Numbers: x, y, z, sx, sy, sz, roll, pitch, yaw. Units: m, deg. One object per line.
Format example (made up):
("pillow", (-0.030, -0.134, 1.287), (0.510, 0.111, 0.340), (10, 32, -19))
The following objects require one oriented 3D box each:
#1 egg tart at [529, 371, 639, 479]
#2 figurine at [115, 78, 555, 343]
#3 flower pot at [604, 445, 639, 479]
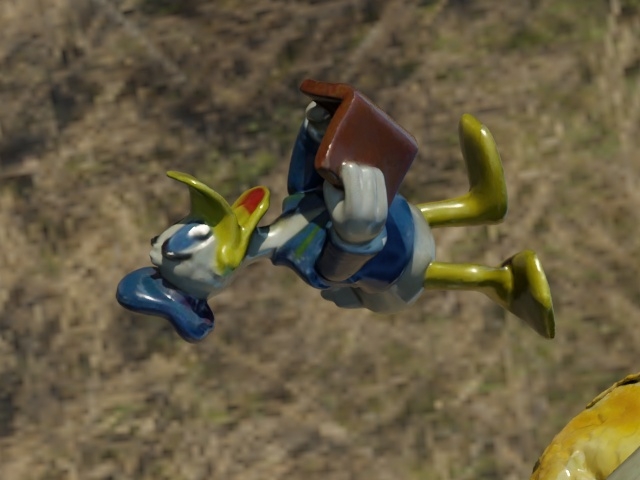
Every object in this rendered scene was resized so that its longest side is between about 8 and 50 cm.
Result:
("egg tart", (0.284, 0.209, 1.675), (0.129, 0.341, 0.341), (52, 35, -18))
("figurine", (0.000, 0.000, 1.594), (0.283, 0.338, 0.205), (81, -11, -60))
("flower pot", (0.265, 0.278, 1.340), (0.293, 0.330, 0.293), (50, 4, -5))
